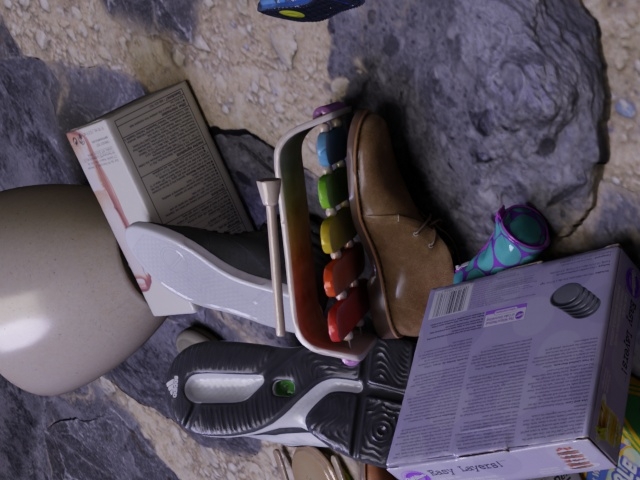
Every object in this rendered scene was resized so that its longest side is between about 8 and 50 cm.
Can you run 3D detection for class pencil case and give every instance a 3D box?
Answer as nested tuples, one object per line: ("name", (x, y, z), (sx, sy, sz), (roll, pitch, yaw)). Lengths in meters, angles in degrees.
("pencil case", (0.206, 0.022, 1.634), (0.070, 0.064, 0.152), (36, 141, 4))

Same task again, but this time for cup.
("cup", (-0.345, 0.050, 2.144), (0.237, 0.331, 0.331), (-17, 103, 29))

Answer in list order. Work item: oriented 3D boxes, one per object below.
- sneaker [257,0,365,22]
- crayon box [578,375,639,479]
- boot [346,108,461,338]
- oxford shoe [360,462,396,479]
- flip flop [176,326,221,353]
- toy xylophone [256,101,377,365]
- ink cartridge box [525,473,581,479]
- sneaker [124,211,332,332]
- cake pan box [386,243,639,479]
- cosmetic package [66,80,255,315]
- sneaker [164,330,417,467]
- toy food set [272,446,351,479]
("sneaker", (-0.006, -0.307, 1.656), (0.209, 0.069, 0.082), (-5, 79, 61))
("crayon box", (0.330, 0.252, 1.643), (0.323, 0.083, 0.203), (33, 138, 32))
("boot", (0.106, -0.022, 1.716), (0.115, 0.112, 0.305), (-2, 117, 25))
("oxford shoe", (0.104, 0.371, 2.002), (0.076, 0.076, 0.212), (-12, 88, 23))
("flip flop", (-0.138, 0.232, 2.187), (0.277, 0.080, 0.112), (35, 139, 29))
("toy xylophone", (0.000, 0.000, 1.699), (0.081, 0.236, 0.323), (-4, 107, 14))
("ink cartridge box", (0.218, 0.360, 1.614), (0.115, 0.198, 0.273), (-8, 111, 52))
("sneaker", (-0.108, 0.015, 1.903), (0.296, 0.147, 0.104), (20, 138, 13))
("cake pan box", (0.206, 0.142, 1.525), (0.267, 0.246, 0.070), (-16, 131, 36))
("cosmetic package", (-0.215, -0.057, 2.006), (0.129, 0.153, 0.296), (-10, 107, 54))
("sneaker", (0.039, 0.212, 1.931), (0.447, 0.257, 0.169), (4, 84, 20))
("toy food set", (0.004, 0.369, 2.168), (0.192, 0.038, 0.132), (-5, 105, 57))
